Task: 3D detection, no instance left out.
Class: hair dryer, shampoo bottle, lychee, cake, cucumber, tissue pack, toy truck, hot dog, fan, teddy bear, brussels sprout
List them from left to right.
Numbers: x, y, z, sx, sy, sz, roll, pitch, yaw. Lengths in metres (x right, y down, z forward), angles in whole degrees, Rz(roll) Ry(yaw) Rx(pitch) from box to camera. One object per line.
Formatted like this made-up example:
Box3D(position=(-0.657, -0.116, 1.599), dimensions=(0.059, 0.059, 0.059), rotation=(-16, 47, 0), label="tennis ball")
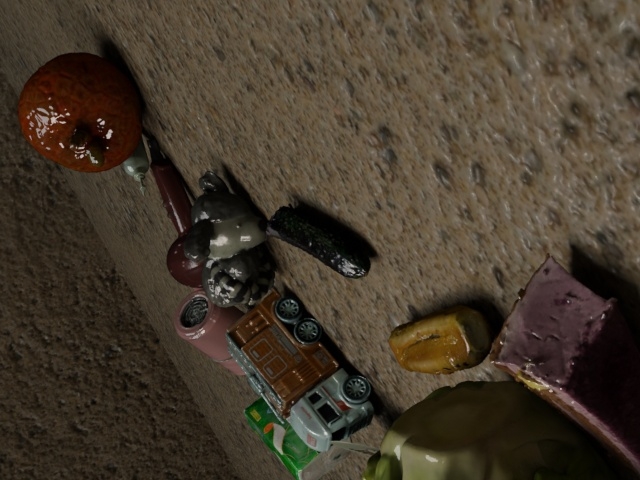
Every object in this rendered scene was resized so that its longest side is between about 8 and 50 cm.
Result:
Box3D(position=(-0.475, -0.255, 1.876), dimensions=(0.300, 0.255, 0.255), rotation=(50, 163, 49), label="lychee")
Box3D(position=(-0.395, -0.176, 1.990), dimensions=(0.056, 0.056, 0.195), rotation=(78, 171, -48), label="shampoo bottle")
Box3D(position=(-0.277, -0.071, 1.951), dimensions=(0.312, 0.123, 0.340), rotation=(-24, 89, 60), label="hair dryer")
Box3D(position=(-0.265, 0.135, 2.150), dimensions=(0.210, 0.125, 0.352), rotation=(43, -172, -45), label="hair dryer")
Box3D(position=(-0.165, 0.016, 1.690), dimensions=(0.144, 0.171, 0.251), rotation=(5, 132, 24), label="teddy bear")
Box3D(position=(-0.053, 0.409, 2.077), dimensions=(0.209, 0.148, 0.156), rotation=(43, 159, 34), label="tissue pack")
Box3D(position=(-0.043, 0.255, 1.774), dimensions=(0.305, 0.162, 0.136), rotation=(48, 160, 21), label="toy truck")
Box3D(position=(-0.001, -0.002, 1.405), dimensions=(0.245, 0.067, 0.067), rotation=(25, 145, 53), label="cucumber")
Box3D(position=(0.147, 0.376, 1.615), dimensions=(0.190, 0.009, 0.329), rotation=(25, 160, -33), label="fan")
Box3D(position=(0.158, 0.134, 1.231), dimensions=(0.289, 0.068, 0.083), rotation=(142, 116, -76), label="hot dog")
Box3D(position=(0.206, 0.317, 1.086), dimensions=(0.247, 0.328, 0.328), rotation=(-7, 119, 40), label="brussels sprout")
Box3D(position=(0.268, 0.158, 0.945), dimensions=(0.116, 0.113, 0.295), rotation=(33, 163, 52), label="cake")
